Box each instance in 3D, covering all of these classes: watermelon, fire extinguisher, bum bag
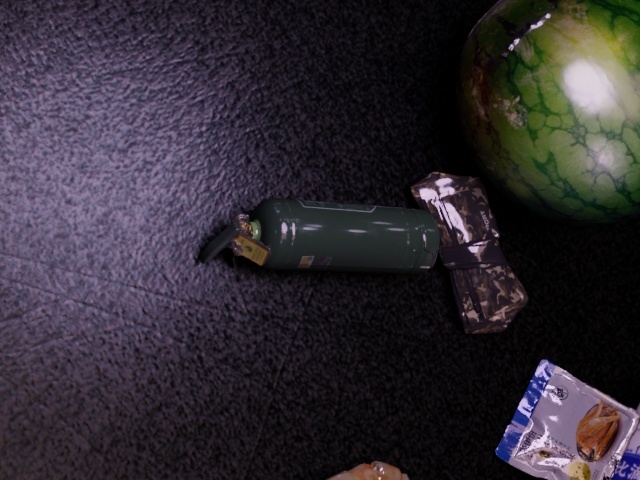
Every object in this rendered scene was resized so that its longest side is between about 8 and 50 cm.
[{"bbox_3d":[0.362,-0.194,1.729,0.363,0.363,0.363,3,83,-28],"label":"watermelon"},{"bbox_3d":[0.000,0.000,1.651,0.311,0.114,0.095,5,43,-29],"label":"fire extinguisher"},{"bbox_3d":[0.215,0.014,1.774,0.102,0.069,0.248,-21,97,8],"label":"bum bag"}]

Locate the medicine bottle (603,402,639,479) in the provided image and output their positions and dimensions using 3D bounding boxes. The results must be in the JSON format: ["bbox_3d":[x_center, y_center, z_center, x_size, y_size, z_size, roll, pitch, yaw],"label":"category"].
[{"bbox_3d":[0.489,0.358,1.847,0.130,0.130,0.341,40,69,-19],"label":"medicine bottle"}]

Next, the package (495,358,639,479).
[{"bbox_3d":[0.363,0.284,1.820,0.173,0.027,0.171,30,71,1],"label":"package"}]

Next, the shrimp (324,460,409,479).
[{"bbox_3d":[0.007,0.382,1.631,0.294,0.062,0.154,-7,96,-29],"label":"shrimp"}]
